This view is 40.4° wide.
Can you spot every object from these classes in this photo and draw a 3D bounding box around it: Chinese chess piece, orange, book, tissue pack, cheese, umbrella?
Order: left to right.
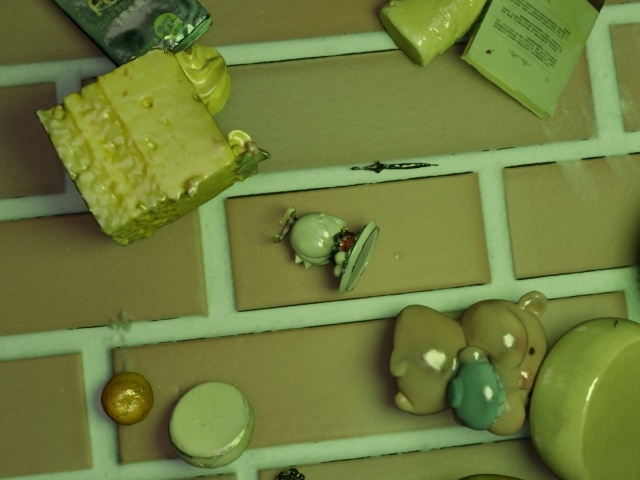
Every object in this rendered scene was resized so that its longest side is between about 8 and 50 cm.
[{"bbox_3d":[-0.304,0.248,1.366,0.083,0.070,0.083,-1,94,-11],"label":"orange"},{"bbox_3d":[-0.314,-0.385,1.415,0.173,0.073,0.235,-43,88,-6],"label":"tissue pack"},{"bbox_3d":[0.122,-0.122,1.437,0.149,0.022,0.022,-2,81,-12],"label":"umbrella"},{"bbox_3d":[0.193,-0.377,1.420,0.167,0.094,0.123,-38,89,-4],"label":"cheese"},{"bbox_3d":[0.364,-0.373,1.421,0.201,0.026,0.289,30,84,-25],"label":"book"},{"bbox_3d":[0.432,0.248,1.314,0.273,0.102,0.273,-9,105,-35],"label":"Chinese chess piece"}]

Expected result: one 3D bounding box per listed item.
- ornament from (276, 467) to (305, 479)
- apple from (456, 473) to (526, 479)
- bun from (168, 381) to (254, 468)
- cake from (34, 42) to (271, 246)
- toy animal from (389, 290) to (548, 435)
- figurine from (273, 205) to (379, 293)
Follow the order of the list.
[{"bbox_3d":[-0.099,0.444,1.362,0.081,0.088,0.203,20,71,24],"label":"ornament"},{"bbox_3d":[0.255,0.469,1.286,0.257,0.234,0.256,0,84,0],"label":"apple"},{"bbox_3d":[-0.165,0.296,1.360,0.138,0.094,0.138,-5,54,7],"label":"bun"},{"bbox_3d":[-0.238,-0.154,1.324,0.286,0.222,0.227,-30,88,-5],"label":"cake"},{"bbox_3d":[0.222,0.190,1.339,0.221,0.230,0.209,12,118,38],"label":"toy animal"},{"bbox_3d":[0.000,0.000,1.378,0.154,0.132,0.132,25,85,12],"label":"figurine"}]
